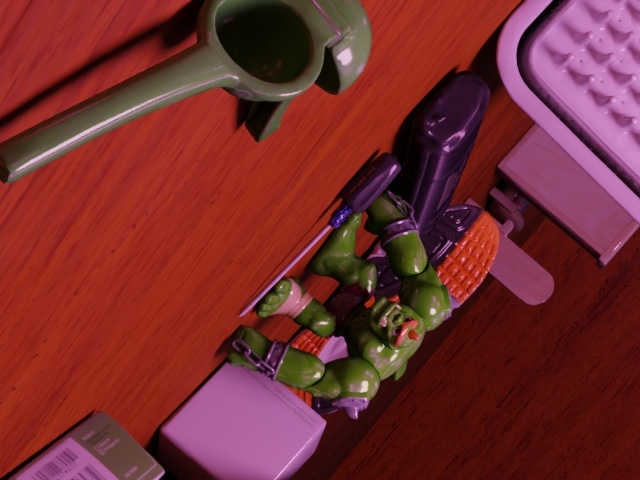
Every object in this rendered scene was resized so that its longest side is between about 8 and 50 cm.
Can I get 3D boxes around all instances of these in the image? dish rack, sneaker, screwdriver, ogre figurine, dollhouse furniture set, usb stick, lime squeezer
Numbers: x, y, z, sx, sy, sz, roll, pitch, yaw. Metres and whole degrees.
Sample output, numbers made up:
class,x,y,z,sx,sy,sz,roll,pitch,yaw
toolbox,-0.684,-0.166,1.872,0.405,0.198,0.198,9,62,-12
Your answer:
class,x,y,z,sx,sy,sz,roll,pitch,yaw
dish rack,0.324,-0.162,1.393,0.333,0.285,0.072,-47,-175,-10
sneaker,0.065,0.057,1.674,0.262,0.099,0.121,-41,180,7
screwdriver,0.000,0.000,1.294,0.170,0.025,0.024,-50,171,3
ogre figurine,0.030,0.057,1.376,0.197,0.118,0.097,-41,168,-43
dollhouse furniture set,0.303,-0.029,2.155,0.303,0.174,0.355,-48,171,-5
usb stick,0.095,-0.065,1.417,0.077,0.045,0.278,-54,172,-13
lime squeezer,-0.038,-0.077,0.744,0.110,0.059,0.310,-20,-179,17

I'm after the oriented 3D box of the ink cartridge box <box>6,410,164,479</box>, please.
class,x,y,z,sx,sy,sz,roll,pitch,yaw
ink cartridge box,-0.198,0.218,1.134,0.209,0.062,0.109,-54,170,33

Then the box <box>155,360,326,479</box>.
class,x,y,z,sx,sy,sz,roll,pitch,yaw
box,-0.068,0.167,1.423,0.102,0.101,0.087,-46,170,-22

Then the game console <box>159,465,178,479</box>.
class,x,y,z,sx,sy,sz,roll,pitch,yaw
game console,-0.180,0.271,1.523,0.361,0.044,0.213,-40,166,-46
